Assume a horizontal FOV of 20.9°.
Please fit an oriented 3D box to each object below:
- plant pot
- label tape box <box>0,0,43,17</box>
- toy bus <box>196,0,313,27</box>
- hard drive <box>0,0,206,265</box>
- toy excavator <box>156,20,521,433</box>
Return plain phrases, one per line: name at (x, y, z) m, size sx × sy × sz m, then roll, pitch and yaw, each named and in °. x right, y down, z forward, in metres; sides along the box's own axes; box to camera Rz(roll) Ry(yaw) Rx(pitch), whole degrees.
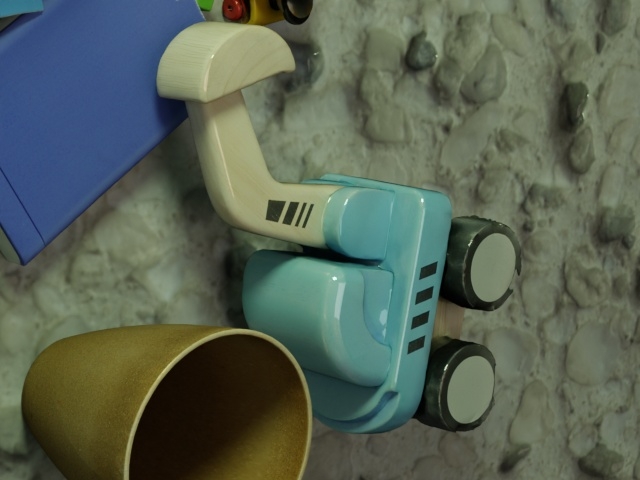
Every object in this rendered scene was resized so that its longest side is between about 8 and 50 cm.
plant pot at (-0.178, 0.178, 1.742) m, size 0.237 × 0.254 × 0.237 m, roll -14°, pitch 110°, yaw -42°
label tape box at (-0.303, -0.365, 1.521) m, size 0.249 × 0.115 × 0.347 m, roll -24°, pitch 110°, yaw -58°
toy bus at (-0.042, -0.301, 1.867) m, size 0.202 × 0.104 × 0.191 m, roll 38°, pitch 73°, yaw -43°
hard drive at (-0.242, -0.156, 1.749) m, size 0.318 × 0.040 × 0.210 m, roll -46°, pitch 128°, yaw -27°
toy excavator at (0.000, 0.000, 1.900) m, size 0.445 × 0.222 × 0.432 m, roll 4°, pitch 96°, yaw -45°
